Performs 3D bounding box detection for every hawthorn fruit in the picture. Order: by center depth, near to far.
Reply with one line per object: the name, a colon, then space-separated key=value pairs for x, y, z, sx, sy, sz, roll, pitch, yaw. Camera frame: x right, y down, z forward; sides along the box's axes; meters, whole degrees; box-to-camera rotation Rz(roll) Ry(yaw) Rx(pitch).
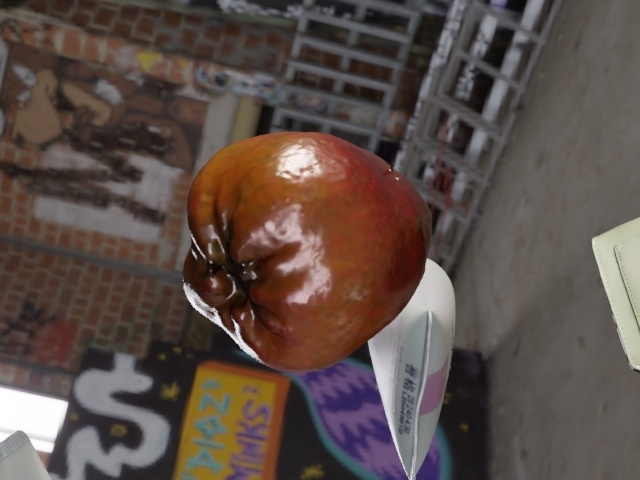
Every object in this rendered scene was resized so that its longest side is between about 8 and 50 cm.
hawthorn fruit: x=0.000 y=0.000 z=1.027 sx=0.261 sy=0.224 sz=0.224 roll=-18 pitch=-48 yaw=-46

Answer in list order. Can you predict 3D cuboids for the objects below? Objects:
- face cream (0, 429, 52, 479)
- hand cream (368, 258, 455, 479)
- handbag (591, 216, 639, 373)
face cream: x=-0.337 y=0.399 z=1.375 sx=0.143 sy=0.314 sz=0.089 roll=-37 pitch=6 yaw=-16
hand cream: x=0.107 y=0.114 z=1.250 sx=0.358 sy=0.118 sz=0.185 roll=-85 pitch=2 yaw=-75
handbag: x=0.530 y=0.026 z=1.332 sx=0.358 sy=0.160 sz=0.236 roll=-27 pitch=51 yaw=23
